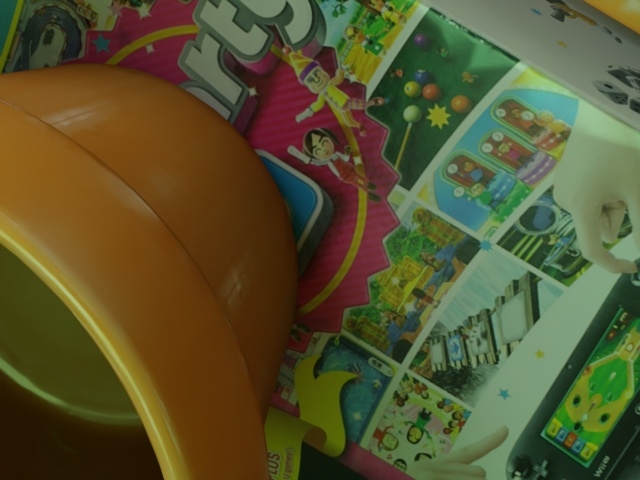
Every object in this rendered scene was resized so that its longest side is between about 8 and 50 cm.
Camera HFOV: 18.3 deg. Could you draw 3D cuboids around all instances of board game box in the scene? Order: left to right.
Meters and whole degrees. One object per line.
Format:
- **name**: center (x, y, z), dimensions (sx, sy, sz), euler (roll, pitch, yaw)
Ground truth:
- **board game box**: center (0.000, 0.000, 0.682), dimensions (0.303, 0.097, 0.224), euler (31, 117, 7)

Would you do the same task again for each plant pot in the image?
- **plant pot**: center (-0.096, 0.036, 0.570), dimensions (0.205, 0.188, 0.205), euler (7, 113, 16)
